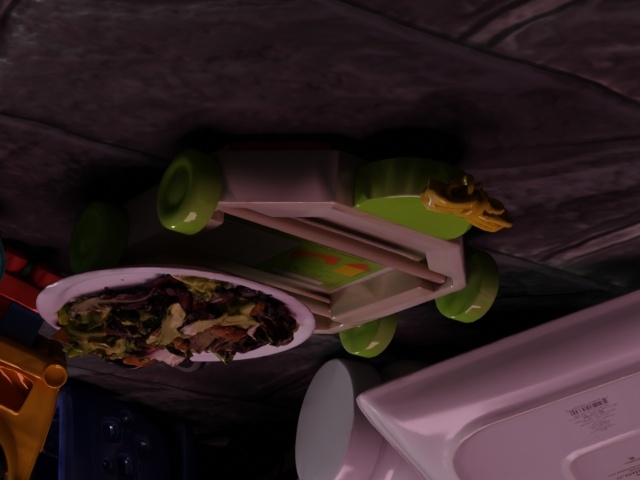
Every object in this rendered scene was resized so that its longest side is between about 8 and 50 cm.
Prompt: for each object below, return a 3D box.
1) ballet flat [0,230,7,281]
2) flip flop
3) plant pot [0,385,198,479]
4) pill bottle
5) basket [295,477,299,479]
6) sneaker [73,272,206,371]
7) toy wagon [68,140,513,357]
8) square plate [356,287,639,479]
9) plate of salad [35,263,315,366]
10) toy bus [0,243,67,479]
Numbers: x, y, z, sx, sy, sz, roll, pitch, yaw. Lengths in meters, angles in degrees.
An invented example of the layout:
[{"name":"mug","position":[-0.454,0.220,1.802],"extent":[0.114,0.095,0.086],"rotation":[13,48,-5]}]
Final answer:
[{"name":"ballet flat","position":[-0.305,-0.027,1.092],"extent":[0.077,0.091,0.241],"rotation":[26,170,29]},{"name":"flip flop","position":[-0.084,0.265,1.762],"extent":[0.277,0.112,0.080],"rotation":[-22,162,38]},{"name":"plant pot","position":[-0.260,0.296,1.683],"extent":[0.236,0.236,0.212],"rotation":[-17,156,40]},{"name":"pill bottle","position":[0.120,0.192,1.459],"extent":[0.264,0.153,0.153],"rotation":[13,156,-23]},{"name":"basket","position":[0.058,0.410,1.588],"extent":[0.328,0.331,0.266],"rotation":[-30,153,-26]},{"name":"sneaker","position":[-0.150,0.075,1.305],"extent":[0.067,0.078,0.188],"rotation":[-5,157,21]},{"name":"toy wagon","position":[0.000,0.000,1.113],"extent":[0.267,0.068,0.344],"rotation":[18,153,-33]},{"name":"square plate","position":[0.252,0.171,1.307],"extent":[0.347,0.049,0.344],"rotation":[-21,137,14]},{"name":"plate of salad","position":[-0.103,0.063,1.127],"extent":[0.200,0.048,0.200],"rotation":[3,157,1]},{"name":"toy bus","position":[-0.303,0.092,1.251],"extent":[0.220,0.211,0.149],"rotation":[24,-177,-13]}]
